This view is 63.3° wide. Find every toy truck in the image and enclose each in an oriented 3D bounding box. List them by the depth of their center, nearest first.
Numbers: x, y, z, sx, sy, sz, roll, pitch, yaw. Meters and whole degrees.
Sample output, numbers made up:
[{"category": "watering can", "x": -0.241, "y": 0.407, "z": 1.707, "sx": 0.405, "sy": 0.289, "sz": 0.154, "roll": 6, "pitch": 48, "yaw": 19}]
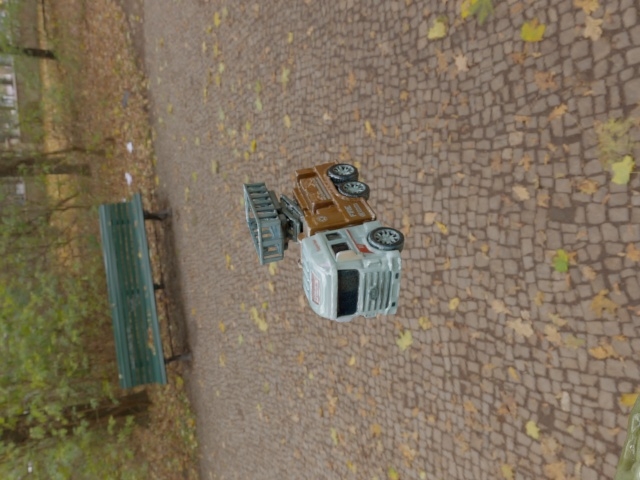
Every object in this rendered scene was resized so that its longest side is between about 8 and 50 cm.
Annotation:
[{"category": "toy truck", "x": 0.000, "y": -0.001, "z": 0.491, "sx": 0.178, "sy": 0.115, "sz": 0.080, "roll": -119, "pitch": 23, "yaw": -51}]

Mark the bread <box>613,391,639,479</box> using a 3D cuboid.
[{"category": "bread", "x": 0.285, "y": 0.101, "z": 0.204, "sx": 0.196, "sy": 0.252, "sz": 0.239, "roll": 93, "pitch": -159, "yaw": -72}]
